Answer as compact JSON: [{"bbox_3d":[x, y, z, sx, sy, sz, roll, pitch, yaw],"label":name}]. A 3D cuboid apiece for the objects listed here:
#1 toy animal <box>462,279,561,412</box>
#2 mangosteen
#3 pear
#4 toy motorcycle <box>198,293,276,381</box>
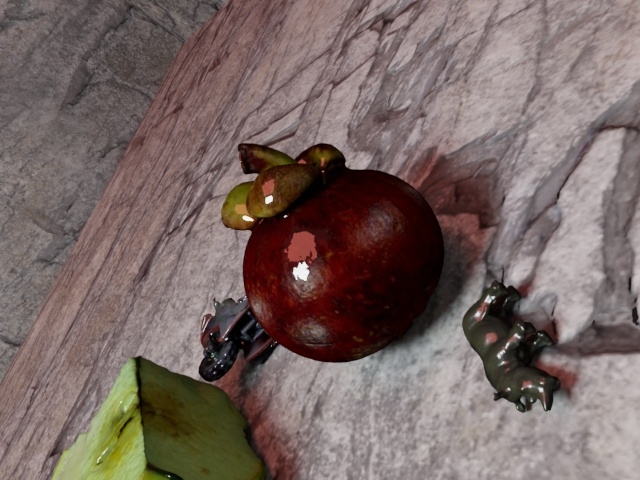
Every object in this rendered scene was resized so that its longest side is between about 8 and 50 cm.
[{"bbox_3d":[0.162,0.095,0.520,0.065,0.047,0.136,-51,30,20],"label":"toy animal"},{"bbox_3d":[0.000,0.000,0.643,0.215,0.257,0.215,-45,3,3],"label":"mangosteen"},{"bbox_3d":[-0.210,0.318,0.715,0.282,0.176,0.286,-54,25,2],"label":"pear"},{"bbox_3d":[-0.095,0.104,0.869,0.213,0.082,0.122,-45,28,-4],"label":"toy motorcycle"}]
